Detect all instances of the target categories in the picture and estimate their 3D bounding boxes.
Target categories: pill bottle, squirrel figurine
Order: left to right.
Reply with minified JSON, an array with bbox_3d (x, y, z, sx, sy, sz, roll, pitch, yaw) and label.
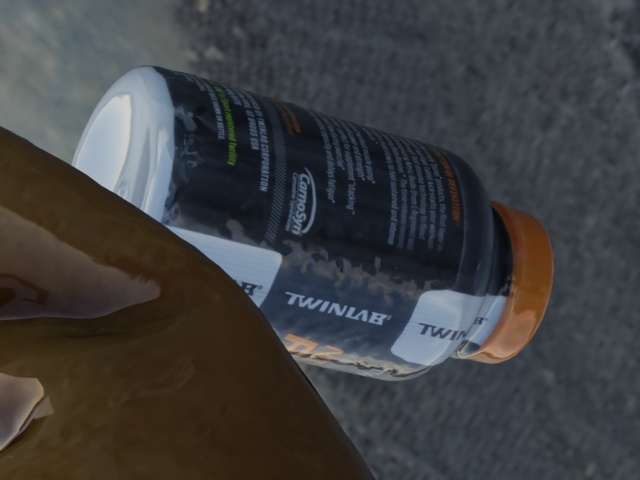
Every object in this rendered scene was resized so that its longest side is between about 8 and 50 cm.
[{"bbox_3d":[-0.094,0.216,0.454,0.397,0.370,0.281,29,132,18],"label":"squirrel figurine"},{"bbox_3d":[0.000,0.000,1.016,0.246,0.130,0.130,14,158,-28],"label":"pill bottle"}]
